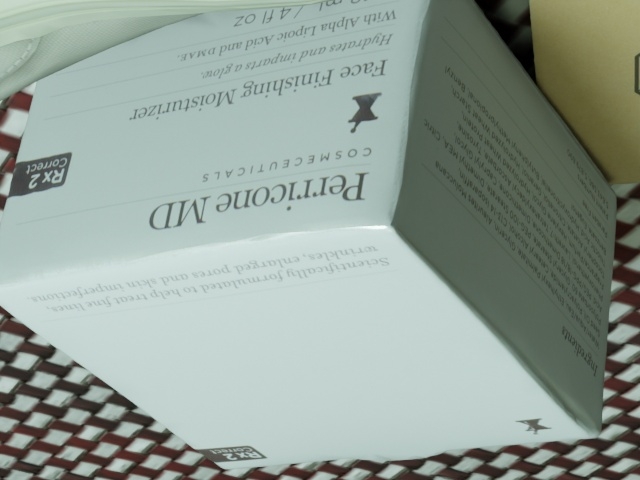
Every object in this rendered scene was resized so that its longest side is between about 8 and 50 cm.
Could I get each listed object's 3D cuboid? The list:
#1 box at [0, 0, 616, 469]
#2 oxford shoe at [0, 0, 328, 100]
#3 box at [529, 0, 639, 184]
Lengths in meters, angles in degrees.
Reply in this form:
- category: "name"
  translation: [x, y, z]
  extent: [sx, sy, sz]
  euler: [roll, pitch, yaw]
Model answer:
- category: "box"
  translation: [0.000, 0.000, 0.716]
  extent: [0.181, 0.119, 0.182]
  euler: [-9, 147, 29]
- category: "oxford shoe"
  translation: [-0.070, -0.128, 0.544]
  extent: [0.449, 0.169, 0.130]
  euler: [-21, -177, 20]
- category: "box"
  translation: [0.183, -0.075, 0.697]
  extent: [0.201, 0.021, 0.164]
  euler: [-3, 148, 8]
